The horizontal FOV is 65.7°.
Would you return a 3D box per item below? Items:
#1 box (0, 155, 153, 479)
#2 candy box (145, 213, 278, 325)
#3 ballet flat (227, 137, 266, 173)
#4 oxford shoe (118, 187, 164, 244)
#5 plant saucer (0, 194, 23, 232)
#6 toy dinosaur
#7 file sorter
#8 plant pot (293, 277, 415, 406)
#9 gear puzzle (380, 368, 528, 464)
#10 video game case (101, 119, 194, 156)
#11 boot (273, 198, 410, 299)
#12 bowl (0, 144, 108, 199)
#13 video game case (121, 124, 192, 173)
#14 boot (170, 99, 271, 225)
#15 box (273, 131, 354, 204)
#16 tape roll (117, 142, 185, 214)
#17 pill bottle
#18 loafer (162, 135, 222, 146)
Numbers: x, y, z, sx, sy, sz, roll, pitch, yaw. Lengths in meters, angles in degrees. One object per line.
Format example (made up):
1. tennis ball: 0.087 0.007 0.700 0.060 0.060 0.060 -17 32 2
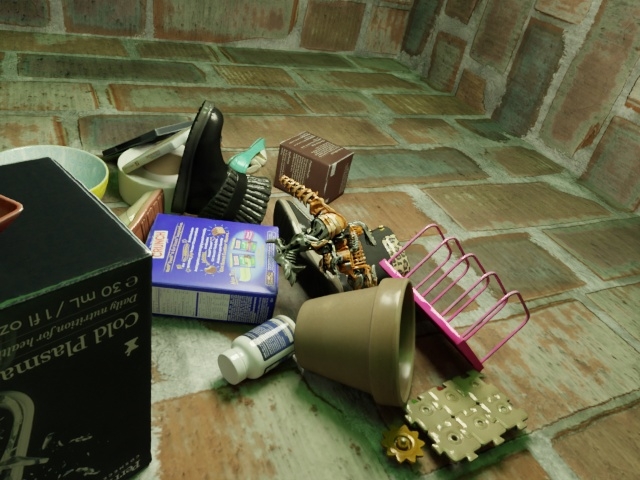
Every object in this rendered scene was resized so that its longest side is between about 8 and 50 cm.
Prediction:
1. box: -0.502 0.201 0.642 0.297 0.472 0.480 36 41 28
2. candy box: -0.268 0.066 1.218 0.317 0.122 0.268 8 36 -10
3. ballet flat: -0.244 -0.292 1.783 0.087 0.083 0.247 41 37 -3
4. oxford shoe: -0.508 -0.023 1.252 0.146 0.140 0.397 9 34 2
5. plant saucer: -0.489 -0.004 0.478 0.259 0.047 0.258 22 35 9
6. toy dinosaur: 0.000 0.000 1.159 0.218 0.164 0.322 -33 66 1
7. file sorter: 0.325 0.125 1.195 0.182 0.202 0.290 -42 48 1
8. plant pot: 0.074 0.203 1.053 0.229 0.263 0.263 2 31 18
9. gear puzzle: 0.266 0.382 1.019 0.339 0.044 0.175 -12 35 -33
10. video game case: -0.552 -0.334 1.617 0.274 0.026 0.196 -11 15 33
11. boot: 0.051 0.012 1.385 0.284 0.138 0.377 -11 45 -29
12. bowl: -0.707 -0.119 1.297 0.289 0.156 0.289 10 33 -6
13. video game case: -0.444 -0.283 1.453 0.206 0.026 0.227 -18 24 27
14. boot: -0.250 -0.193 1.366 0.260 0.348 0.131 13 33 -18
15. box: -0.026 -0.245 1.694 0.203 0.168 0.167 28 36 19
16. tape roll: -0.476 -0.197 1.539 0.286 0.100 0.286 8 35 -6
17. pill bottle: -0.130 0.233 1.052 0.094 0.094 0.169 36 40 29
18. loafer: -0.474 -0.373 1.788 0.109 0.095 0.302 28 37 22
